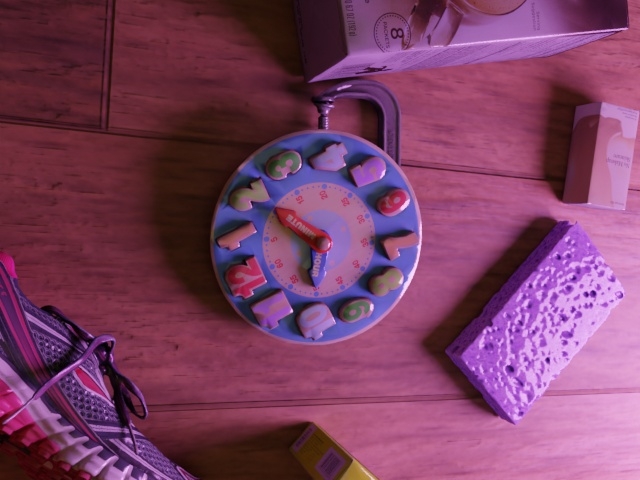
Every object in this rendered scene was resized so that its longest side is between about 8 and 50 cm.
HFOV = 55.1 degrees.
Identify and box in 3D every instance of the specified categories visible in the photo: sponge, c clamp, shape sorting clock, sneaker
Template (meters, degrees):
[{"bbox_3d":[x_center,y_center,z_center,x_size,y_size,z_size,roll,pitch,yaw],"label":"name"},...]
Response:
[{"bbox_3d":[0.246,0.090,0.690,0.210,0.031,0.117,-45,106,-12],"label":"sponge"},{"bbox_3d":[0.021,-0.081,0.603,0.137,0.022,0.161,4,93,-20],"label":"c clamp"},{"bbox_3d":[0.000,0.000,0.576,0.206,0.040,0.206,-2,102,-11],"label":"shape sorting clock"},{"bbox_3d":[-0.195,0.133,0.496,0.299,0.120,0.112,50,47,-23],"label":"sneaker"}]

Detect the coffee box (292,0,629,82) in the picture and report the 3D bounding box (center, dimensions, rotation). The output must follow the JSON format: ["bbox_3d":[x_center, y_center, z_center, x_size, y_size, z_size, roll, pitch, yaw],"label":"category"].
[{"bbox_3d":[0.127,-0.256,0.577,0.297,0.119,0.168,-12,97,-18],"label":"coffee box"}]

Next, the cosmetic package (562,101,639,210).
[{"bbox_3d":[0.319,-0.094,0.698,0.060,0.041,0.115,6,92,-20],"label":"cosmetic package"}]

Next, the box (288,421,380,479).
[{"bbox_3d":[0.056,0.259,0.592,0.042,0.109,0.178,-47,107,-13],"label":"box"}]
